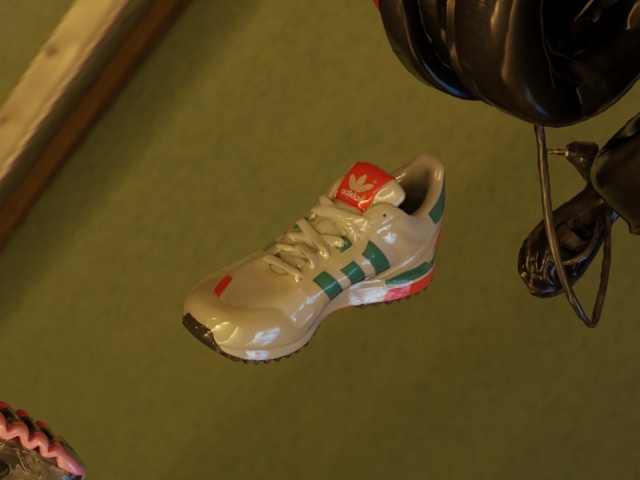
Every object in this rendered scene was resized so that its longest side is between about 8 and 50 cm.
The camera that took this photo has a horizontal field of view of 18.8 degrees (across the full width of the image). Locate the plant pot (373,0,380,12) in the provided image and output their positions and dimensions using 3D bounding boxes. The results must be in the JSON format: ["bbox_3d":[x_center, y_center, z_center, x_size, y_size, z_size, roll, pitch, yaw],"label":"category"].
[{"bbox_3d":[0.173,-0.301,1.847,0.267,0.235,0.267,61,142,22],"label":"plant pot"}]

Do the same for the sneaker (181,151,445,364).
[{"bbox_3d":[0.000,0.000,0.900,0.057,0.161,0.075,36,127,31],"label":"sneaker"}]

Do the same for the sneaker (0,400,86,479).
[{"bbox_3d":[-0.152,0.084,0.751,0.119,0.047,0.057,19,89,-11],"label":"sneaker"}]

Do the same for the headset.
[{"bbox_3d":[0.151,-0.091,0.810,0.243,0.185,0.394,42,153,16],"label":"headset"}]
